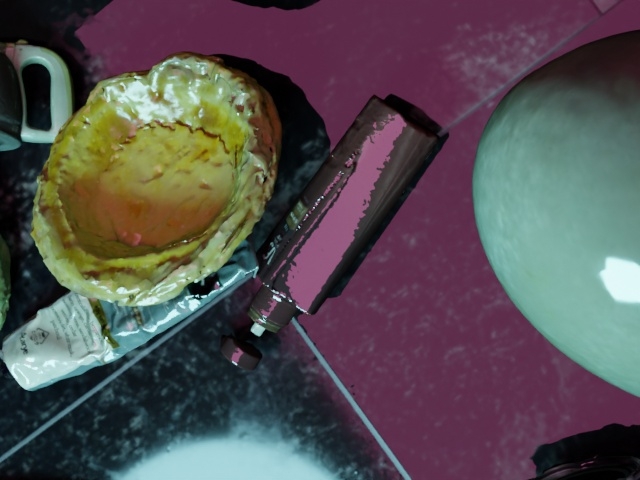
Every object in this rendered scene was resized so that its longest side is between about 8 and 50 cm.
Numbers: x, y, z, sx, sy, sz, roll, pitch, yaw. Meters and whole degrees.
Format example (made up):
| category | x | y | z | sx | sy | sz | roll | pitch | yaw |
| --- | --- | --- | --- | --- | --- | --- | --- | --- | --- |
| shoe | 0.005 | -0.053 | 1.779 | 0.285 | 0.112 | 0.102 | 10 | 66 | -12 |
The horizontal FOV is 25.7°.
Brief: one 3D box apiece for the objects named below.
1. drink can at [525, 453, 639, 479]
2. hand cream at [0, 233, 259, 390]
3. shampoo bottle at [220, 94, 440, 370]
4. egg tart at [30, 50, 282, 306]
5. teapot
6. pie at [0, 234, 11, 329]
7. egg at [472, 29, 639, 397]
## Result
| category | x | y | z | sx | sy | sz | roll | pitch | yaw |
| --- | --- | --- | --- | --- | --- | --- | --- | --- | --- |
| drink can | 0.226 | 0.284 | 1.046 | 0.097 | 0.097 | 0.235 | -15 | 94 | 14 |
| hand cream | -0.155 | 0.053 | 1.122 | 0.248 | 0.052 | 0.075 | -28 | 67 | 15 |
| shampoo bottle | -0.002 | -0.001 | 1.079 | 0.067 | 0.068 | 0.236 | 35 | 101 | -3 |
| egg tart | -0.117 | -0.042 | 1.064 | 0.213 | 0.090 | 0.212 | -11 | 60 | 20 |
| teapot | -0.267 | -0.119 | 1.124 | 0.092 | 0.124 | 0.090 | -5 | 77 | 53 |
| pie | -0.386 | 0.034 | 1.165 | 0.277 | 0.078 | 0.276 | 3 | 99 | 18 |
| egg | 0.272 | -0.008 | 0.919 | 0.352 | 0.258 | 0.258 | 15 | 99 | 12 |
